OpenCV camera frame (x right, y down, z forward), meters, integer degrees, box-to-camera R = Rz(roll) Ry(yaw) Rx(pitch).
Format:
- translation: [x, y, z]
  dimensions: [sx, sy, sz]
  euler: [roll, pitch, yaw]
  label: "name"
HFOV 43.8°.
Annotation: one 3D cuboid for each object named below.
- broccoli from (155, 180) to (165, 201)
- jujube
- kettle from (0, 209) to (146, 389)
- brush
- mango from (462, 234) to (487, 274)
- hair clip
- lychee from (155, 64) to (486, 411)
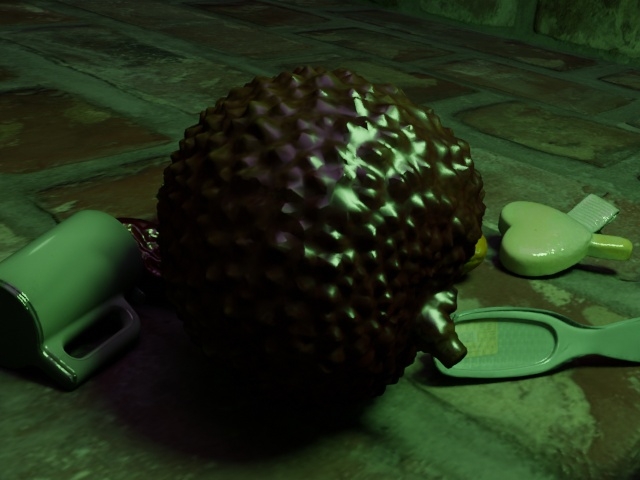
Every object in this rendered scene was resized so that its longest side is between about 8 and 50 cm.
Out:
- translation: [-0.113, -0.056, 0.949]
  dimensions: [0.162, 0.146, 0.138]
  euler: [12, 52, -27]
  label: "broccoli"
- translation: [-0.173, 0.020, 0.823]
  dimensions: [0.129, 0.077, 0.077]
  euler: [17, 26, 7]
  label: "jujube"
- translation: [-0.237, 0.054, 0.728]
  dimensions: [0.098, 0.127, 0.148]
  euler: [-17, 15, 28]
  label: "kettle"
- translation: [0.230, 0.098, 0.795]
  dimensions: [0.297, 0.068, 0.060]
  euler: [2, 3, -20]
  label: "brush"
- translation: [0.105, 0.008, 0.928]
  dimensions: [0.190, 0.075, 0.098]
  euler: [-4, 18, -9]
  label: "mango"
- translation: [0.316, -0.003, 1.025]
  dimensions: [0.218, 0.071, 0.159]
  euler: [-22, 40, -40]
  label: "hair clip"
- translation: [0.000, 0.000, 0.664]
  dimensions: [0.304, 0.276, 0.275]
  euler: [39, 35, 19]
  label: "lychee"
